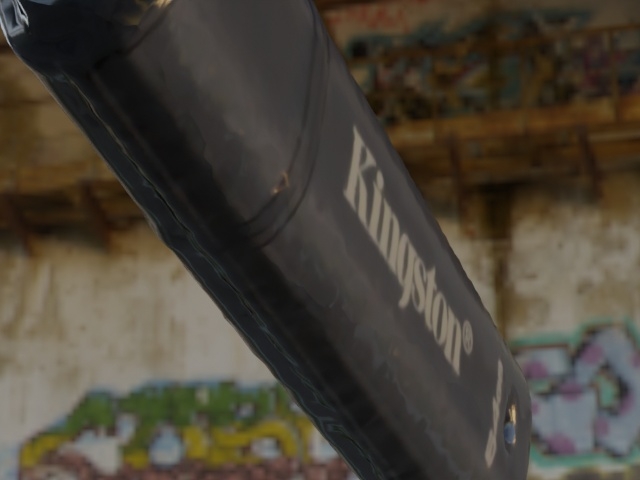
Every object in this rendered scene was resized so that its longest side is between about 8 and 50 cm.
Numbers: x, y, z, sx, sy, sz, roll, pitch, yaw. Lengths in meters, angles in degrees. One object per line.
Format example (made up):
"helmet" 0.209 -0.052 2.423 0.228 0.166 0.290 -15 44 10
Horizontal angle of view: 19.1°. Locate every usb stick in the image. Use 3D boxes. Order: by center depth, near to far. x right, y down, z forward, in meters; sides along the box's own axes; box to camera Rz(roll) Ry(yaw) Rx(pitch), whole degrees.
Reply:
"usb stick" 0.000 0.000 0.463 0.045 0.077 0.278 -11 -34 16
